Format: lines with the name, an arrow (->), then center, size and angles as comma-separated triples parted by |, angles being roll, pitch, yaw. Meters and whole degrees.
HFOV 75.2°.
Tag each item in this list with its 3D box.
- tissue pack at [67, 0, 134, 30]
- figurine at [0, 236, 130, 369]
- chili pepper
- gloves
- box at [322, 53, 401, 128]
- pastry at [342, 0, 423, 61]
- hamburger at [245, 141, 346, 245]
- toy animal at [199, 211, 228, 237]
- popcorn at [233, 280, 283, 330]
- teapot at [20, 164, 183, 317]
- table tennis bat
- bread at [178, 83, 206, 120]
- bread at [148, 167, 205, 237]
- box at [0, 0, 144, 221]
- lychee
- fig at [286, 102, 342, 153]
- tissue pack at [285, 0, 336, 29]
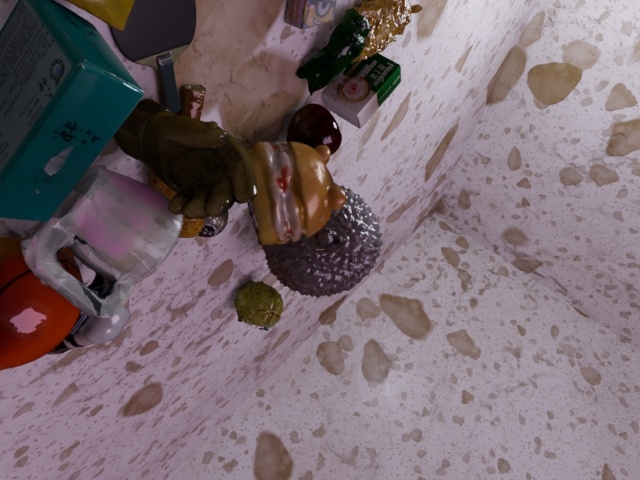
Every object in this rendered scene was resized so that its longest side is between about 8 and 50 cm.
tissue pack -> -0.278, -0.369, 0.510 | 0.169, 0.082, 0.120 | -58, 153, 14
figurine -> -0.489, 0.108, 0.706 | 0.320, 0.196, 0.323 | -58, 159, 3
chili pepper -> 0.033, -0.450, 1.016 | 0.098, 0.061, 0.224 | 18, 127, -42
gloves -> -0.216, -0.133, 0.696 | 0.154, 0.331, 0.141 | -60, 152, 6
box -> 0.119, -0.437, 1.188 | 0.199, 0.135, 0.081 | -51, 159, -4
pastry -> 0.157, -0.568, 1.088 | 0.250, 0.102, 0.154 | -38, 145, -26
hamburger -> -0.072, -0.125, 1.033 | 0.237, 0.276, 0.276 | -13, 151, -6
toy animal -> -0.278, -0.056, 1.052 | 0.098, 0.098, 0.137 | -55, -178, 9
popcorn -> -0.235, 0.245, 1.543 | 0.212, 0.198, 0.198 | -24, 176, 32
teapot -> -0.357, -0.011, 0.676 | 0.178, 0.163, 0.221 | 43, 77, -38
table tennis bat -> -0.268, -0.335, 0.691 | 0.154, 0.021, 0.274 | -37, 154, -32
bread -> -0.254, -0.263, 0.819 | 0.047, 0.036, 0.083 | -23, 143, -51
bread -> -0.304, -0.091, 0.890 | 0.211, 0.114, 0.083 | 106, -11, -47
box -> -0.361, -0.159, 0.530 | 0.245, 0.153, 0.092 | -43, 162, 15
lychee -> 0.000, 0.000, 1.325 | 0.380, 0.380, 0.432 | -49, -176, -8
fig -> -0.025, -0.279, 1.118 | 0.202, 0.148, 0.149 | -50, -179, -30
tissue pack -> -0.011, -0.527, 0.861 | 0.108, 0.060, 0.148 | -39, 157, -35
